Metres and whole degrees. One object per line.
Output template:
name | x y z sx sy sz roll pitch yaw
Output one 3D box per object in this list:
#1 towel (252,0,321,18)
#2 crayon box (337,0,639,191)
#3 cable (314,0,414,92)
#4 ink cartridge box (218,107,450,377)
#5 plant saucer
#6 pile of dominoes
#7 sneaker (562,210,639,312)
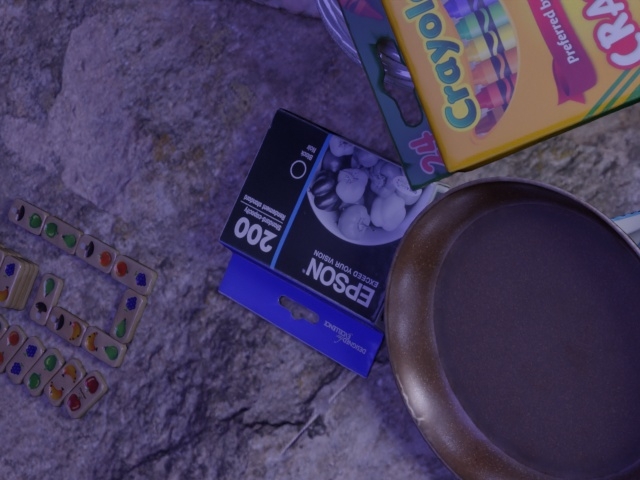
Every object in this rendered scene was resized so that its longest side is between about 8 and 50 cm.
towel | -0.091 -0.414 1.400 0.331 0.053 0.317 21 112 33
crayon box | 0.177 -0.186 1.139 0.318 0.081 0.202 -23 86 18
cable | 0.118 -0.262 1.251 0.257 0.089 0.257 18 100 21
ink cartridge box | 0.000 0.000 1.341 0.206 0.045 0.208 27 99 30
plant saucer | 0.187 0.093 1.161 0.310 0.050 0.311 16 113 41
pile of dominoes | -0.317 0.076 1.522 0.251 0.040 0.196 25 96 31
sneaker | 0.301 0.013 1.143 0.228 0.087 0.092 -19 82 34
